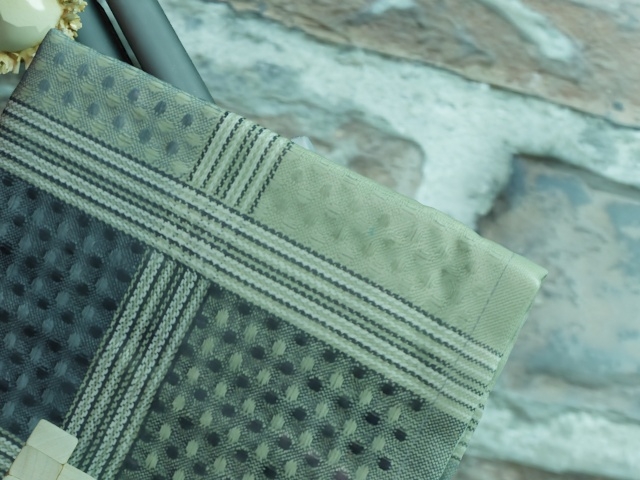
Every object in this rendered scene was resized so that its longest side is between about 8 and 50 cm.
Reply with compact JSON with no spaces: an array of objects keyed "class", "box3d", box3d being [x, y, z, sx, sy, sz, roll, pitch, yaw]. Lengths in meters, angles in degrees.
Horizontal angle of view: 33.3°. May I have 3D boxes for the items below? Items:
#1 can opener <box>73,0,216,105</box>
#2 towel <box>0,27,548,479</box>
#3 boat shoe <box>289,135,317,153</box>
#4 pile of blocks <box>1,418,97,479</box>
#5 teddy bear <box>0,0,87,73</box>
[{"class":"can opener","box3d":[-0.094,-0.066,0.682,0.074,0.093,0.280,-31,67,6]},{"class":"towel","box3d":[-0.083,0.085,0.583,0.324,0.056,0.312,28,92,14]},{"class":"boat shoe","box3d":[0.000,0.000,0.684,0.040,0.049,0.142,-26,67,8]},{"class":"pile of blocks","box3d":[-0.183,0.268,0.511,0.112,0.149,0.362,33,94,-8]},{"class":"teddy bear","box3d":[-0.238,-0.253,0.740,0.245,0.113,0.338,-29,66,17]}]
